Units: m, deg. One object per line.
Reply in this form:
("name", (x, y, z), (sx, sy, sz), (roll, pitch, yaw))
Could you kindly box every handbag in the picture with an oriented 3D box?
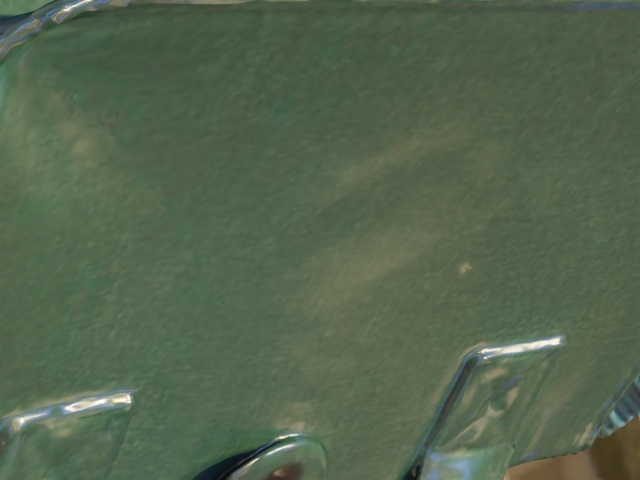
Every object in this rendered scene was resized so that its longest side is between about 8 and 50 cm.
("handbag", (0.001, 0.000, 0.524), (0.326, 0.089, 0.238), (-7, 135, -37))

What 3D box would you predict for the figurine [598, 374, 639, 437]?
("figurine", (0.130, 0.027, 0.966), (0.245, 0.110, 0.138), (39, 83, -13))
